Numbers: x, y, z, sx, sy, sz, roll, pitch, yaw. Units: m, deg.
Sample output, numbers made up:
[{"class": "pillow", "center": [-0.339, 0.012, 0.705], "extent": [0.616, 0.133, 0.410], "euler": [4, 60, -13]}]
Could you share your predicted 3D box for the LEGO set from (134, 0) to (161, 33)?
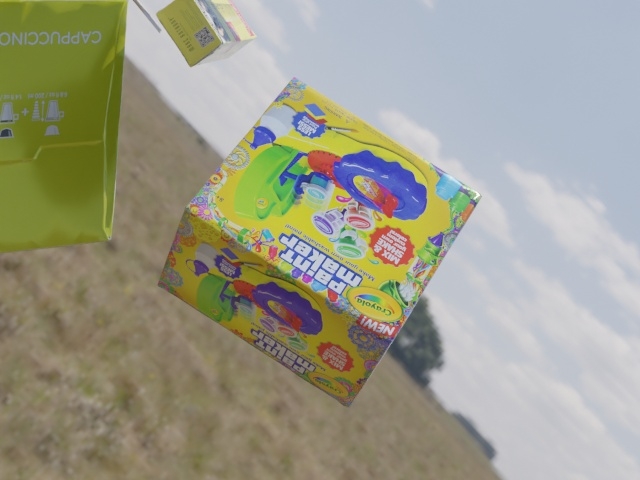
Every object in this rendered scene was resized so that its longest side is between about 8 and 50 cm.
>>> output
[{"class": "LEGO set", "center": [-0.257, -0.360, 1.437], "extent": [0.244, 0.060, 0.182], "euler": [51, -1, 32]}]

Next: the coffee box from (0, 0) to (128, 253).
[{"class": "coffee box", "center": [-0.484, -0.190, 1.698], "extent": [0.337, 0.338, 0.334], "euler": [-8, 25, -38]}]

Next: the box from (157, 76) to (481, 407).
[{"class": "box", "center": [0.000, 0.000, 1.632], "extent": [0.290, 0.279, 0.177], "euler": [32, -38, 3]}]

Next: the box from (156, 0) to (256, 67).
[{"class": "box", "center": [-0.153, -0.293, 1.774], "extent": [0.087, 0.058, 0.232], "euler": [56, 12, -3]}]
